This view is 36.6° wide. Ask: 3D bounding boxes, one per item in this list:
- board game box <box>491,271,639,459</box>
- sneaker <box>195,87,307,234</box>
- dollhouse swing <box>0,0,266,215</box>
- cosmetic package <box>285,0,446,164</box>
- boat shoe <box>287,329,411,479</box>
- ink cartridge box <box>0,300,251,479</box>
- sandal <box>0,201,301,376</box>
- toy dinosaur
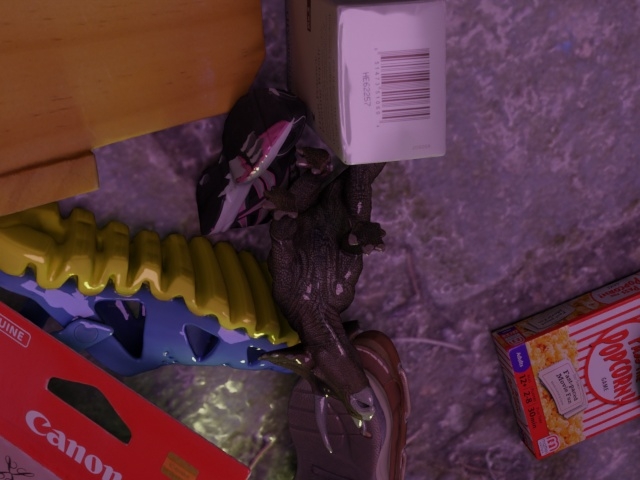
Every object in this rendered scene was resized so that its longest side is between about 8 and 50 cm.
[{"bbox_3d":[0.294,0.131,1.039,0.193,0.045,0.147,-22,113,-6],"label":"board game box"},{"bbox_3d":[-0.048,-0.069,0.854,0.077,0.072,0.178,-1,154,-30],"label":"sneaker"},{"bbox_3d":[-0.262,-0.229,0.777,0.315,0.305,0.347,6,113,28],"label":"dollhouse swing"},{"bbox_3d":[0.028,-0.145,0.781,0.085,0.231,0.117,-6,108,-12],"label":"cosmetic package"},{"bbox_3d":[0.035,0.228,0.966,0.123,0.116,0.324,22,129,18],"label":"boat shoe"},{"bbox_3d":[-0.236,0.219,0.823,0.296,0.066,0.261,32,119,10],"label":"ink cartridge box"},{"bbox_3d":[-0.155,0.066,0.879,0.317,0.126,0.138,17,114,-13],"label":"sandal"},{"bbox_3d":[0.000,0.000,0.824,0.121,0.313,0.160,10,136,-7],"label":"toy dinosaur"}]
